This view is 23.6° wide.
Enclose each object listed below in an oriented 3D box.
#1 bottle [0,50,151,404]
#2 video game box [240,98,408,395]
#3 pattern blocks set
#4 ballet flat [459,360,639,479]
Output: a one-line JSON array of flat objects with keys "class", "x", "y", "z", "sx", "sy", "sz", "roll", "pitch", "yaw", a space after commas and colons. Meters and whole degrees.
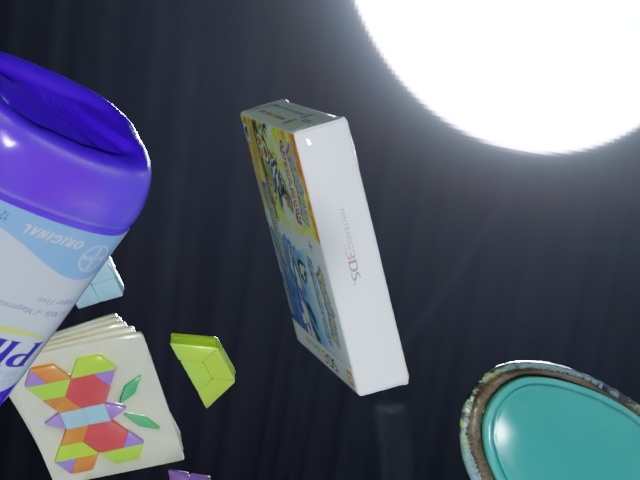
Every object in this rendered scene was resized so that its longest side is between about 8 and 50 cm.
[{"class": "bottle", "x": -0.201, "y": 0.042, "z": 0.754, "sx": 0.118, "sy": 0.283, "sz": 0.092, "roll": 23, "pitch": 25, "yaw": -39}, {"class": "video game box", "x": 0.000, "y": 0.000, "z": 1.182, "sx": 0.048, "sy": 0.205, "sz": 0.187, "roll": -17, "pitch": 13, "yaw": -14}, {"class": "pattern blocks set", "x": -0.221, "y": 0.160, "z": 1.473, "sx": 0.285, "sy": 0.325, "sz": 0.026, "roll": -25, "pitch": 34, "yaw": 12}, {"class": "ballet flat", "x": 0.116, "y": 0.102, "z": 0.550, "sx": 0.188, "sy": 0.070, "sz": 0.070, "roll": 35, "pitch": 4, "yaw": -17}]
